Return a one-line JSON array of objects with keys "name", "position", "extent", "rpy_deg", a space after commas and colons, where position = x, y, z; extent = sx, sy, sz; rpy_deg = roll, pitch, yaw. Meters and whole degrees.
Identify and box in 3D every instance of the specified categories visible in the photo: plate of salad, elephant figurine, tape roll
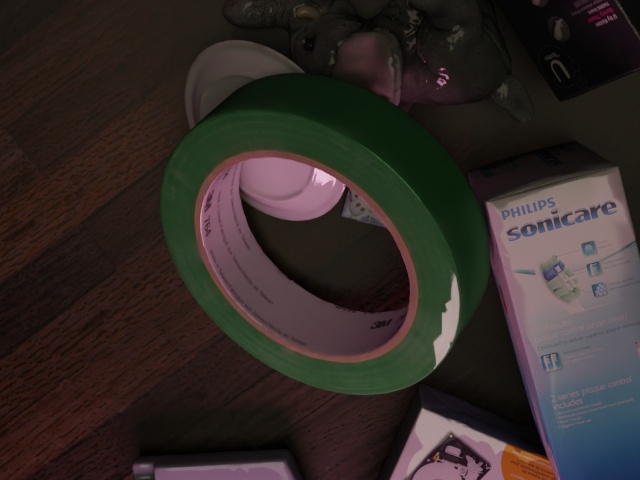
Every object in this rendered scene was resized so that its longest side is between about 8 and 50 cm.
[{"name": "plate of salad", "position": [-0.051, -0.110, 1.214], "extent": [0.199, 0.048, 0.200], "rpy_deg": [22, 133, 26]}, {"name": "elephant figurine", "position": [0.051, -0.181, 1.196], "extent": [0.239, 0.186, 0.169], "rpy_deg": [-25, 142, 17]}, {"name": "tape roll", "position": [0.000, 0.000, 1.166], "extent": [0.321, 0.077, 0.321], "rpy_deg": [18, 131, 22]}]

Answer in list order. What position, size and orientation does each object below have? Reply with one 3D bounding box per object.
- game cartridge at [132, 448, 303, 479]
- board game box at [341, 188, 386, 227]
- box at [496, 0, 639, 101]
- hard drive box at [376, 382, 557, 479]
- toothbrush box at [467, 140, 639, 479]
[{"name": "game cartridge", "position": [-0.094, 0.374, 1.343], "extent": [0.198, 0.062, 0.297], "rpy_deg": [-4, 101, -1]}, {"name": "board game box", "position": [0.076, -0.058, 1.268], "extent": [0.090, 0.020, 0.090], "rpy_deg": [15, 102, 0]}, {"name": "box", "position": [0.240, -0.292, 1.123], "extent": [0.165, 0.143, 0.270], "rpy_deg": [-37, 98, -26]}, {"name": "hard drive box", "position": [0.143, 0.297, 1.299], "extent": [0.181, 0.089, 0.232], "rpy_deg": [22, 101, -1]}, {"name": "toothbrush box", "position": [0.244, 0.068, 1.185], "extent": [0.126, 0.216, 0.296], "rpy_deg": [-15, 101, 5]}]
